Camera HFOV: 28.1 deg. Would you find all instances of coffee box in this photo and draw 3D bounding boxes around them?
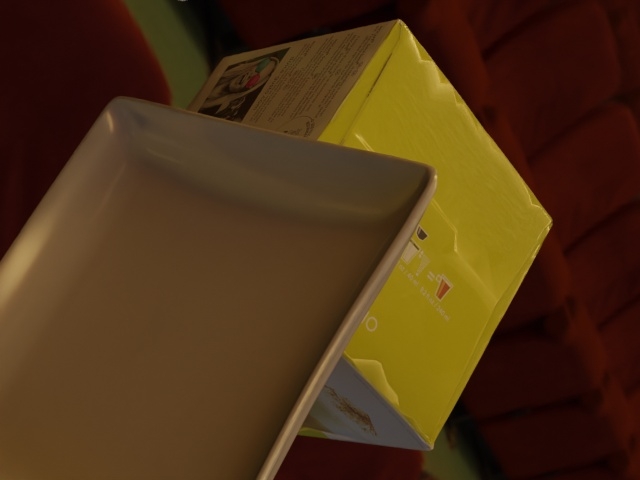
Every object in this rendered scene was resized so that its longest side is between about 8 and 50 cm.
[{"bbox_3d":[0.000,0.000,1.486,0.337,0.334,0.338,48,60,-28],"label":"coffee box"}]

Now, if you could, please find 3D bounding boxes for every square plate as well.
[{"bbox_3d":[-0.120,0.069,0.898,0.049,0.344,0.347,46,68,-45],"label":"square plate"}]
